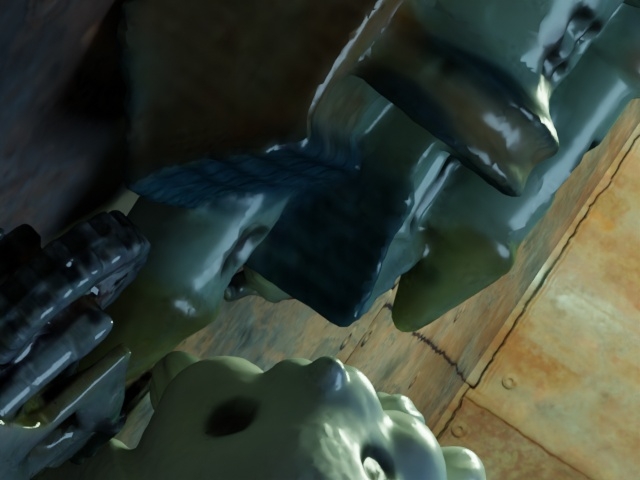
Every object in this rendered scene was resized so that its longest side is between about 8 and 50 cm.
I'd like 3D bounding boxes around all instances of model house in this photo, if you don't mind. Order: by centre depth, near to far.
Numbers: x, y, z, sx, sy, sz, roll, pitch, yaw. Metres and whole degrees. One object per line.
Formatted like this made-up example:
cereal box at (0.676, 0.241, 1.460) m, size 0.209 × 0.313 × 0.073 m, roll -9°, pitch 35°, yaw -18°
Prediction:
model house at (0.024, -0.045, 0.728) m, size 0.325 × 0.194 × 0.267 m, roll -54°, pitch 168°, yaw 4°

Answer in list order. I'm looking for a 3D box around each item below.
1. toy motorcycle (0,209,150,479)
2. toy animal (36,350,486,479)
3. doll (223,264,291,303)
toy motorcycle at (-0.140, 0.068, 0.626) m, size 0.130 × 0.094 × 0.229 m, roll -41°, pitch 174°, yaw -37°
toy animal at (-0.034, 0.150, 0.883) m, size 0.289 × 0.249 × 0.174 m, roll 33°, pitch 70°, yaw -62°
doll at (0.001, -0.001, 1.013) m, size 0.194 × 0.104 × 0.062 m, roll -30°, pitch 113°, yaw -73°
